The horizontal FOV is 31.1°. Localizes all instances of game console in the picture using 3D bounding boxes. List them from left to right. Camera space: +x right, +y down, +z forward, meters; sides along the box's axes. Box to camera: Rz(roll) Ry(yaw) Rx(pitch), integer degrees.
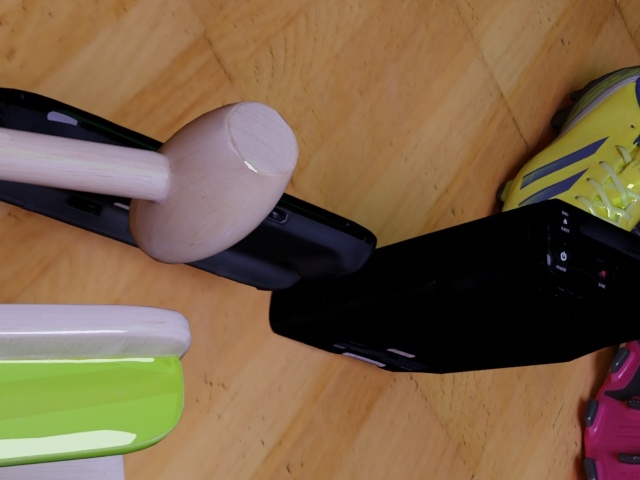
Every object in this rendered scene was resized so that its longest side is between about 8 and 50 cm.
[{"bbox_3d":[0.000,0.000,0.553,0.361,0.213,0.044,21,67,-33],"label":"game console"}]

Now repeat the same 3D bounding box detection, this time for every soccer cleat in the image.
[{"bbox_3d":[0.218,-0.044,0.873,0.093,0.121,0.289,57,45,-25],"label":"soccer cleat"},{"bbox_3d":[0.303,0.100,0.945,0.143,0.116,0.331,41,52,-36],"label":"soccer cleat"}]

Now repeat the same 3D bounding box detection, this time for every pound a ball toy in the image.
[{"bbox_3d":[-0.158,0.063,0.351,0.319,0.136,0.208,1,64,-28],"label":"pound a ball toy"}]
